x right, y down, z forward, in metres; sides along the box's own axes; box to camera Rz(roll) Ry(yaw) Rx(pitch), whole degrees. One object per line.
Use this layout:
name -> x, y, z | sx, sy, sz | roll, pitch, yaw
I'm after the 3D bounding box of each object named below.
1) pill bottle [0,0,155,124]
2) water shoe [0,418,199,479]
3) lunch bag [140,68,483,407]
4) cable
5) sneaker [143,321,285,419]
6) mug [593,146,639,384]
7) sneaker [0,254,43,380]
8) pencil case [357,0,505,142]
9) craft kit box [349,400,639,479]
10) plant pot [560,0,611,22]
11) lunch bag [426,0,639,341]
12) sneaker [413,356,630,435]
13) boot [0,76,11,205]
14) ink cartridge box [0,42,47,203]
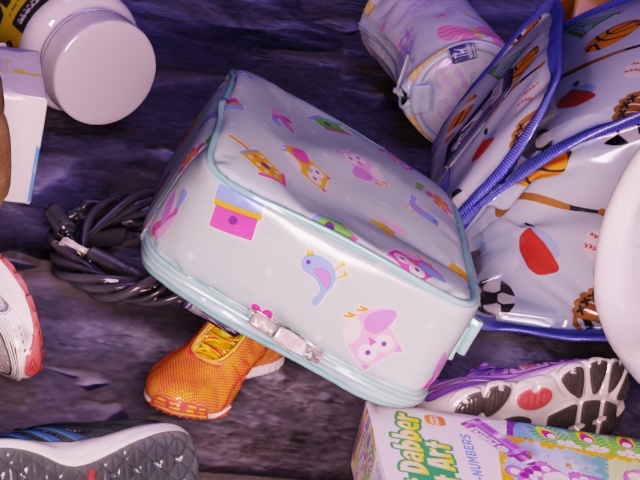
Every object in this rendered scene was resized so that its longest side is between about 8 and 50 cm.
pill bottle -> -0.238, -0.190, 1.794 | 0.119, 0.119, 0.208 | -1, 25, -32
water shoe -> -0.166, 0.142, 1.108 | 0.203, 0.073, 0.080 | -1, 3, -40
lunch bag -> 0.000, 0.000, 1.315 | 0.224, 0.108, 0.279 | 32, 18, -10
cable -> -0.115, 0.006, 1.477 | 0.184, 0.047, 0.150 | 4, 23, -23
sneaker -> -0.069, 0.071, 1.316 | 0.064, 0.067, 0.175 | 20, 24, 14
mug -> 0.360, 0.077, 1.248 | 0.328, 0.276, 0.374 | 17, 51, -23
sneaker -> -0.275, 0.041, 1.279 | 0.225, 0.088, 0.093 | 23, 44, 24
pencil case -> 0.119, -0.187, 2.003 | 0.124, 0.113, 0.273 | -16, 25, -2
craft kit box -> 0.153, 0.190, 1.167 | 0.246, 0.061, 0.250 | 6, 22, -9
plant pot -> 0.300, -0.133, 1.856 | 0.188, 0.205, 0.205 | 17, 21, -3
lunch bag -> 0.262, -0.076, 1.595 | 0.385, 0.239, 0.328 | -19, 18, 13
sneaker -> 0.142, 0.105, 1.356 | 0.170, 0.068, 0.071 | -1, 19, -29
boot -> -0.371, -0.038, 1.394 | 0.305, 0.115, 0.112 | -10, 34, -9
ink cartridge box -> -0.277, -0.102, 1.593 | 0.090, 0.092, 0.143 | 6, 21, -14
